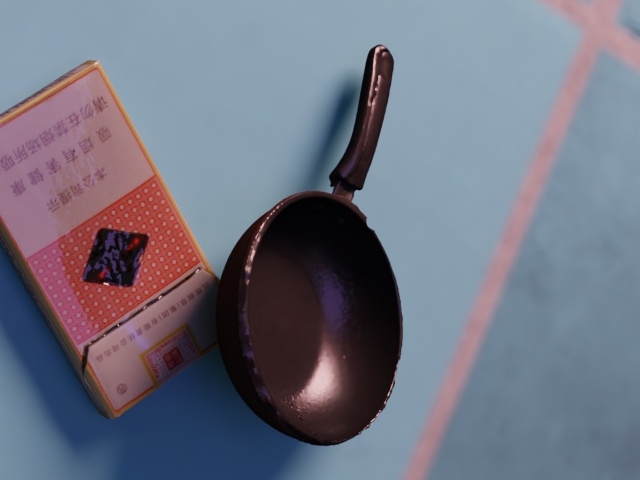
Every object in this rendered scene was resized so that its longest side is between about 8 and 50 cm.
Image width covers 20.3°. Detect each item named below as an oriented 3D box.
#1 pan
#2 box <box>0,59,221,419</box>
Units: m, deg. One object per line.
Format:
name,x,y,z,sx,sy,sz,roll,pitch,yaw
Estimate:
pan,0.000,0.000,0.490,0.068,0.023,0.115,33,63,-43
box,-0.058,0.000,0.466,0.046,0.012,0.083,-35,109,-23
